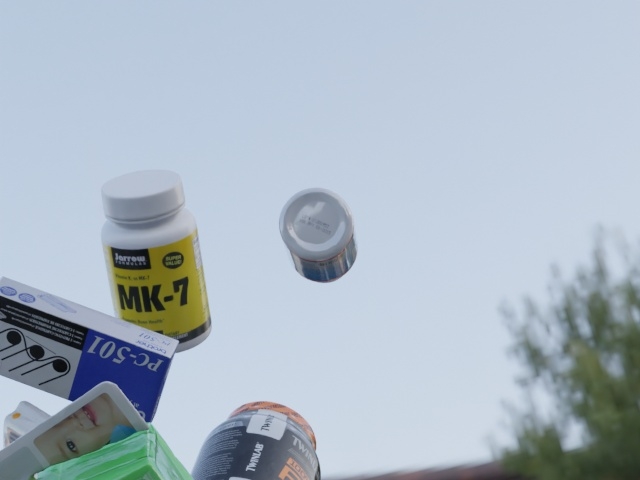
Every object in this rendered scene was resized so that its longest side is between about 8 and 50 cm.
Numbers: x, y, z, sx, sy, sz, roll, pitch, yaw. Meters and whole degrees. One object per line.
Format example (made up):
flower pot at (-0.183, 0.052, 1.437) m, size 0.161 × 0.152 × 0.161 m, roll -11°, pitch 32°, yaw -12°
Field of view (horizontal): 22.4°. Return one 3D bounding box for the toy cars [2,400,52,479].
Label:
toy cars at (-0.344, 0.325, 1.809) m, size 0.087 × 0.176 × 0.394 m, roll -29°, pitch -14°, yaw -35°

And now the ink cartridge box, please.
ink cartridge box at (-0.267, 0.122, 1.756) m, size 0.207 × 0.046 × 0.097 m, roll 20°, pitch -65°, yaw 1°

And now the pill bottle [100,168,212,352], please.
pill bottle at (-0.205, 0.026, 1.983) m, size 0.119 × 0.119 × 0.209 m, roll -10°, pitch -68°, yaw -6°

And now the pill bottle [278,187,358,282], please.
pill bottle at (0.000, 0.000, 1.912) m, size 0.087 × 0.087 × 0.160 m, roll -14°, pitch -16°, yaw 0°

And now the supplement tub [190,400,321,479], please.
supplement tub at (-0.108, 0.390, 2.390) m, size 0.193 × 0.316 × 0.194 m, roll 6°, pitch -57°, yaw 9°

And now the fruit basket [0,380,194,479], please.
fruit basket at (-0.238, 0.346, 1.443) m, size 0.353 × 0.327 × 0.165 m, roll -35°, pitch 14°, yaw -3°
